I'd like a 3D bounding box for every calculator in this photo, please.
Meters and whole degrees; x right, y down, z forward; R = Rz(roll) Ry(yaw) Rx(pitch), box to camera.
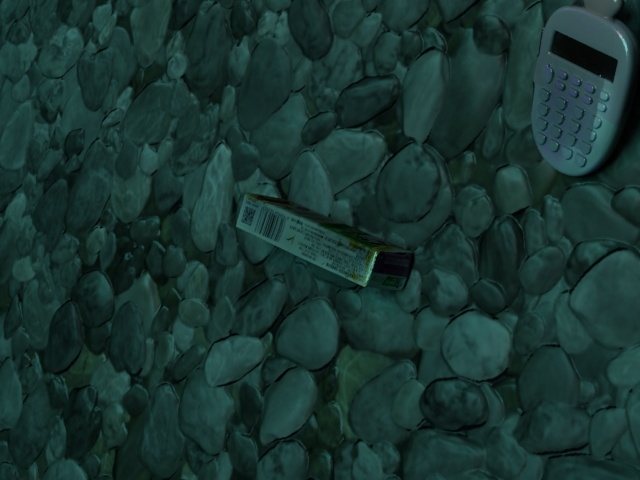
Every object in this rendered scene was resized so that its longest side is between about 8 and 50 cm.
[{"bbox_3d":[0.214,-0.132,1.137,0.103,0.024,0.166,38,127,45],"label":"calculator"}]

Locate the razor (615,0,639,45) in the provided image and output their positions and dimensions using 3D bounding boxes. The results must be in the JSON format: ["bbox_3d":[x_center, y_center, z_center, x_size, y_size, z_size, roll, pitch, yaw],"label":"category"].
[{"bbox_3d":[0.250,-0.256,1.129,0.068,0.106,0.232,7,94,47],"label":"razor"}]

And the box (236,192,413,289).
[{"bbox_3d":[0.000,0.000,1.337,0.207,0.050,0.041,23,100,46],"label":"box"}]
